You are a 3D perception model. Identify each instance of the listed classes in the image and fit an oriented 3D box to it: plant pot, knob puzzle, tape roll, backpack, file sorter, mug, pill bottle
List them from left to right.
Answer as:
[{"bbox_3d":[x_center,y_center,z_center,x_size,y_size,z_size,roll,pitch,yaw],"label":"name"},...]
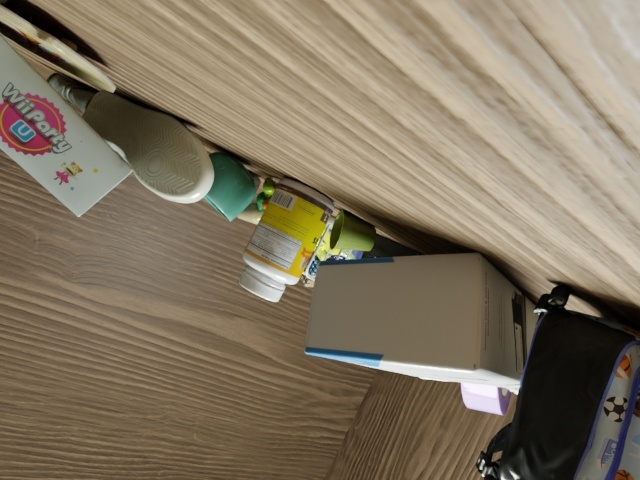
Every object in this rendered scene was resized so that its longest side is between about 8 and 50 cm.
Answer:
[{"bbox_3d":[-0.341,-0.249,0.533,0.213,0.030,0.213,26,178,1],"label":"knob puzzle"},{"bbox_3d":[-0.200,-0.118,0.906,0.129,0.097,0.157,47,171,-17],"label":"mug"},{"bbox_3d":[-0.068,0.001,0.817,0.117,0.215,0.117,27,179,1],"label":"pill bottle"},{"bbox_3d":[0.033,0.037,1.168,0.277,0.173,0.193,26,178,31],"label":"file sorter"},{"bbox_3d":[0.068,-0.011,0.886,0.079,0.083,0.083,15,-179,-14],"label":"plant pot"},{"bbox_3d":[0.450,0.311,1.157,0.090,0.275,0.274,1,165,31],"label":"tape roll"},{"bbox_3d":[0.371,0.222,0.540,0.263,0.277,0.213,11,-170,-38],"label":"backpack"}]

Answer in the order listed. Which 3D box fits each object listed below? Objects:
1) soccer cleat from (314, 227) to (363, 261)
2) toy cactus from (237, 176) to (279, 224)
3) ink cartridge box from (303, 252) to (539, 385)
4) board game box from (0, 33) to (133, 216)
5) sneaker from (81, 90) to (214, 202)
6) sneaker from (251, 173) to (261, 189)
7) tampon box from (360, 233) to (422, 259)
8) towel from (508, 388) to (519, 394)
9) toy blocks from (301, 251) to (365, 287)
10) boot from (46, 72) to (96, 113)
[{"bbox_3d":[0.001,0.000,1.411,0.289,0.121,0.093,27,179,-3],"label":"soccer cleat"},{"bbox_3d":[-0.106,-0.067,0.987,0.180,0.112,0.219,8,157,24],"label":"toy cactus"},{"bbox_3d":[0.208,0.160,0.782,0.285,0.166,0.395,-5,158,37],"label":"ink cartridge box"},{"bbox_3d":[-0.401,-0.163,0.629,0.224,0.097,0.303,52,164,-26],"label":"board game box"},{"bbox_3d":[-0.300,-0.170,0.834,0.350,0.131,0.148,37,-178,26],"label":"sneaker"},{"bbox_3d":[-0.244,-0.155,1.093,0.104,0.095,0.236,33,169,-32],"label":"sneaker"},{"bbox_3d":[0.179,0.069,1.022,0.120,0.102,0.161,25,178,32],"label":"tampon box"},{"bbox_3d":[0.557,0.303,0.917,0.282,0.187,0.049,25,-178,35],"label":"towel"},{"bbox_3d":[0.040,0.104,1.526,0.260,0.191,0.381,11,-145,-36],"label":"toy blocks"},{"bbox_3d":[-0.519,-0.308,1.051,0.161,0.083,0.246,33,175,14],"label":"boot"}]
